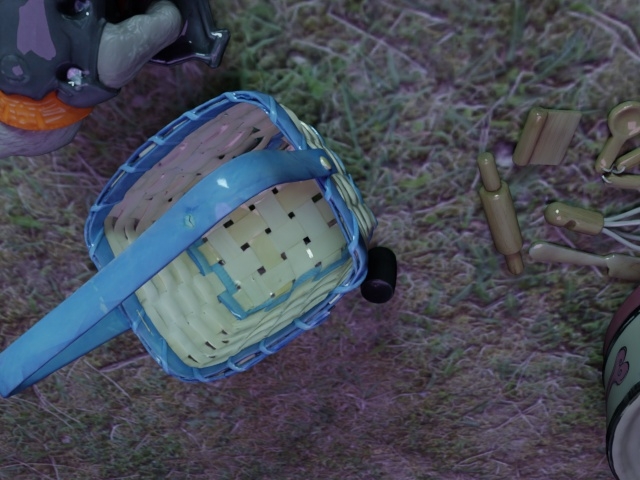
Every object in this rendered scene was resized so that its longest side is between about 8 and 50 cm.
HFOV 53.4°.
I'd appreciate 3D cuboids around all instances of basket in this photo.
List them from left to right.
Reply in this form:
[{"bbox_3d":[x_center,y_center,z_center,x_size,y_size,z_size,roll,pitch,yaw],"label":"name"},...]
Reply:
[{"bbox_3d":[-0.092,0.008,0.513,0.255,0.289,0.201,-35,93,20],"label":"basket"}]

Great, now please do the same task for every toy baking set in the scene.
[{"bbox_3d":[0.267,-0.030,0.644,0.197,0.030,0.256,-12,129,13],"label":"toy baking set"}]

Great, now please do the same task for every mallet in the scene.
[{"bbox_3d":[0.000,0.000,0.687,0.190,0.062,0.039,30,126,-3],"label":"mallet"}]

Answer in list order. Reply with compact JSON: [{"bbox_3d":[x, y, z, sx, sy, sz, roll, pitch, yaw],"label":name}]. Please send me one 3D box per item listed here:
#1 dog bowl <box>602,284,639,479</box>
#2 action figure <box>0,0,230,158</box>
[{"bbox_3d":[0.512,0.149,0.710,0.409,0.150,0.407,2,131,2],"label":"dog bowl"},{"bbox_3d":[-0.238,-0.207,0.427,0.342,0.178,0.330,3,121,-3],"label":"action figure"}]
